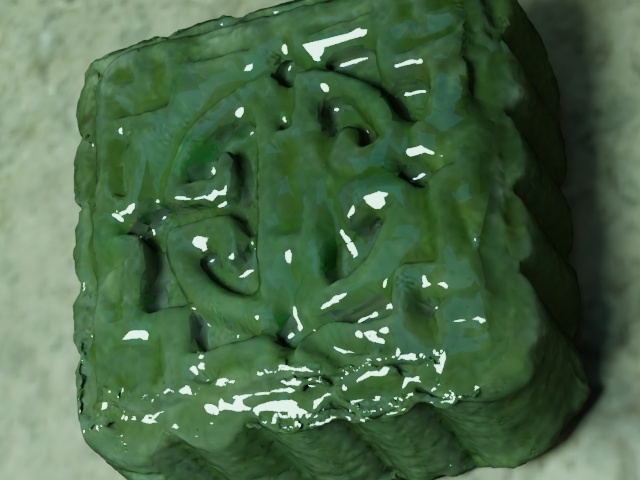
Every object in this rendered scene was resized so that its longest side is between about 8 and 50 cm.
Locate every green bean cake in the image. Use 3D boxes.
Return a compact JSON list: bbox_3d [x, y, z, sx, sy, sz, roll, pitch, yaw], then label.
[{"bbox_3d":[0.000,0.000,0.744,0.183,0.094,0.185,-11,63,18],"label":"green bean cake"}]
